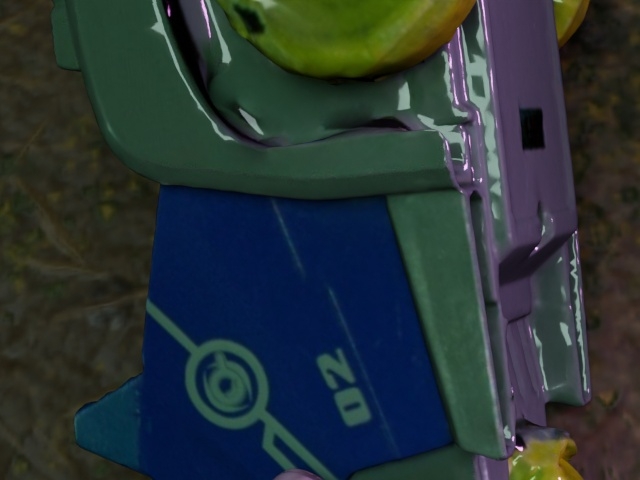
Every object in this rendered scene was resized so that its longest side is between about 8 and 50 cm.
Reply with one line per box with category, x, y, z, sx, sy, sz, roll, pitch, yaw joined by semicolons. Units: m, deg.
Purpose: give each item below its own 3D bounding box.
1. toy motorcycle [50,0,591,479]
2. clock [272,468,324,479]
toy motorcycle;0.000;0.000;0.731;0.200;0.191;0.326;-4;92;20
clock;0.040;0.187;0.670;0.197;0.150;0.063;29;43;17
